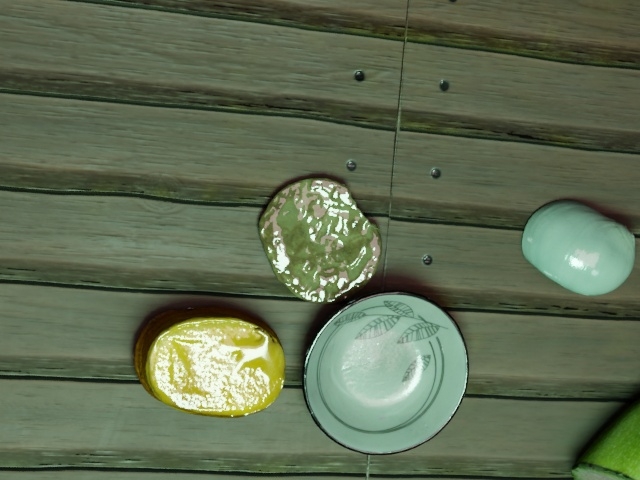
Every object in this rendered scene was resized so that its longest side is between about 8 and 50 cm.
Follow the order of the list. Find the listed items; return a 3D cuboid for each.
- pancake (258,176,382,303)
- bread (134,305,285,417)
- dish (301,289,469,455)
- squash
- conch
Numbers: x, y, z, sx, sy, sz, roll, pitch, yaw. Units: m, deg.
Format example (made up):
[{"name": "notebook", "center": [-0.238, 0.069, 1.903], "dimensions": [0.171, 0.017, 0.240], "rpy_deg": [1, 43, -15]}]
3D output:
[{"name": "pancake", "center": [0.000, 0.000, 1.793], "dimensions": [0.236, 0.042, 0.222], "rpy_deg": [32, 92, -10]}, {"name": "bread", "center": [-0.191, 0.217, 1.718], "dimensions": [0.269, 0.142, 0.195], "rpy_deg": [6, 91, -15]}, {"name": "dish", "center": [0.112, 0.236, 1.806], "dimensions": [0.316, 0.106, 0.316], "rpy_deg": [-1, 97, -11]}, {"name": "squash", "center": [0.686, 0.388, 1.870], "dimensions": [0.310, 0.310, 0.309], "rpy_deg": [36, 72, -13]}, {"name": "conch", "center": [0.506, 0.009, 1.876], "dimensions": [0.221, 0.121, 0.185], "rpy_deg": [13, 62, -8]}]
